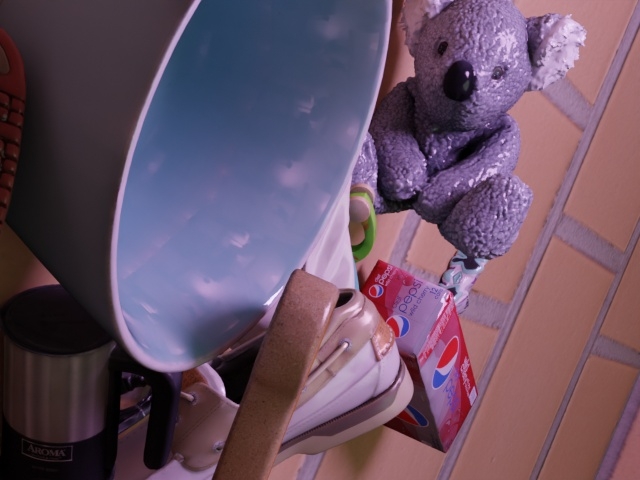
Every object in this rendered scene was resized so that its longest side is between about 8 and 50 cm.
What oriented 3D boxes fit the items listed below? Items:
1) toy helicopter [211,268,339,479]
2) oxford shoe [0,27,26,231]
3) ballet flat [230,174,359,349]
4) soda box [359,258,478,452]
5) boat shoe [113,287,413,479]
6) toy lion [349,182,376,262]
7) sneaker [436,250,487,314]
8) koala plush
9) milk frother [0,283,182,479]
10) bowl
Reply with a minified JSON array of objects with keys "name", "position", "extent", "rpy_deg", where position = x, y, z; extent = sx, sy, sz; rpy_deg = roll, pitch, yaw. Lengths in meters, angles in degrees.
[{"name":"toy helicopter","position":[-0.069,0.187,1.072],"extent":[0.235,0.140,0.355],"rpy_deg":[-51,162,-75]},{"name":"oxford shoe","position":[-0.258,0.039,0.908],"extent":[0.130,0.123,0.348],"rpy_deg":[156,-42,-83]},{"name":"ballet flat","position":[-0.040,-0.015,1.307],"extent":[0.139,0.139,0.400],"rpy_deg":[-35,137,-52]},{"name":"soda box","position":[0.097,0.126,1.727],"extent":[0.083,0.092,0.263],"rpy_deg":[-58,157,-20]},{"name":"boat shoe","position":[-0.081,0.134,1.262],"extent":[0.302,0.113,0.103],"rpy_deg":[-28,119,-10]},{"name":"toy lion","position":[0.000,0.000,1.421],"extent":[0.034,0.100,0.096],"rpy_deg":[-71,157,-59]},{"name":"sneaker","position":[0.163,0.053,1.909],"extent":[0.098,0.038,0.069],"rpy_deg":[-48,154,-19]},{"name":"koala plush","position":[0.123,-0.125,1.479],"extent":[0.203,0.196,0.221],"rpy_deg":[-34,142,-71]},{"name":"milk frother","position":[-0.165,0.091,1.164],"extent":[0.143,0.129,0.135],"rpy_deg":[-110,-156,-54]},{"name":"bowl","position":[-0.099,-0.092,1.020],"extent":[0.311,0.163,0.311],"rpy_deg":[-48,152,-36]}]
